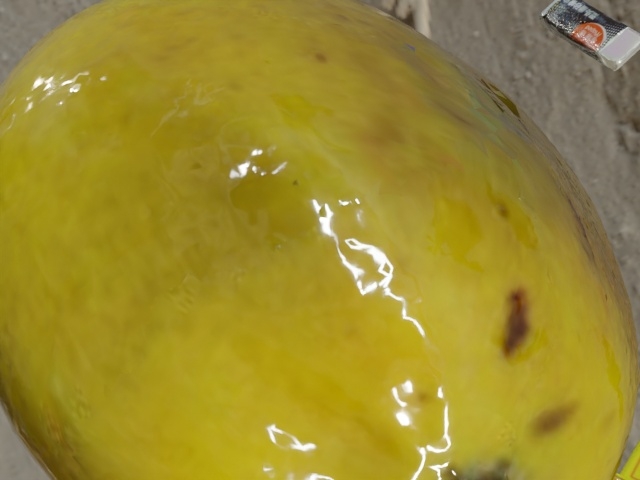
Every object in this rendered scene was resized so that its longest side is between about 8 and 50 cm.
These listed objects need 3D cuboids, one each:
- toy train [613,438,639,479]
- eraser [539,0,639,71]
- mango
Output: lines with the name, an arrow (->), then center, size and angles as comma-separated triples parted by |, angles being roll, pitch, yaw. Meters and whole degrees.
toy train -> 0.302, 0.247, 1.027 | 0.219, 0.127, 0.089 | 27, 139, 18
eraser -> 0.166, -0.131, 0.770 | 0.019, 0.027, 0.099 | 44, -175, -37
mango -> 0.000, 0.000, 0.584 | 0.301, 0.445, 0.220 | 33, 105, -7
